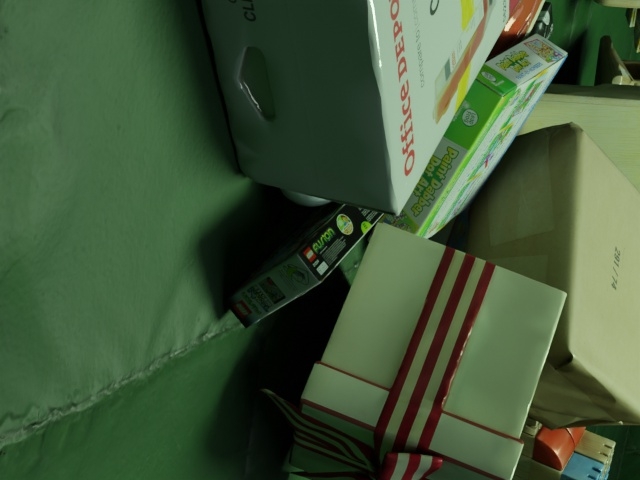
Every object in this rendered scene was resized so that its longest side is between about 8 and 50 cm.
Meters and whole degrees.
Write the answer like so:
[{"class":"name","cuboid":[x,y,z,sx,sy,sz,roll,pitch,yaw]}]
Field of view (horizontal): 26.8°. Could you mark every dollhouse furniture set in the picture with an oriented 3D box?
[{"class":"dollhouse furniture set","cuboid":[0.426,-0.215,2.127,0.394,0.256,0.362,-76,170,-64]}]

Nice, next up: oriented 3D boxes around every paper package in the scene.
[{"class":"paper package","cuboid":[0.335,0.061,1.816,0.309,0.168,0.325,35,55,-46]}]

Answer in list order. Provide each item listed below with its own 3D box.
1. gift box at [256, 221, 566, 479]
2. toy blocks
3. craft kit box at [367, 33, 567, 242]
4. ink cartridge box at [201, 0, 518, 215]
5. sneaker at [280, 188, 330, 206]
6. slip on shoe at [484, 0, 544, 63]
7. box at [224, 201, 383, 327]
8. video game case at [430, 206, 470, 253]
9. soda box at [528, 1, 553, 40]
[{"class":"gift box","cuboid":[0.088,0.165,1.457,0.255,0.276,0.258,90,20,-62]},{"class":"toy blocks","cuboid":[0.321,0.327,2.036,0.191,0.260,0.381,-47,148,-43]},{"class":"craft kit box","cuboid":[0.179,-0.114,1.618,0.250,0.061,0.246,-60,169,30]},{"class":"ink cartridge box","cuboid":[0.063,-0.255,1.238,0.385,0.160,0.279,-59,152,-34]},{"class":"sneaker","cuboid":[0.041,-0.109,1.370,0.258,0.094,0.091,-51,159,-35]},{"class":"slip on shoe","cuboid":[0.249,-0.376,1.668,0.331,0.123,0.101,-66,152,-9]},{"class":"box","cuboid":[0.000,0.000,1.320,0.036,0.114,0.207,52,40,-7]},{"class":"video game case","cuboid":[0.212,0.015,1.930,0.204,0.025,0.285,-68,156,-16]},{"class":"soda box","cuboid":[0.265,-0.255,1.840,0.169,0.060,0.053,-62,153,-28]}]
